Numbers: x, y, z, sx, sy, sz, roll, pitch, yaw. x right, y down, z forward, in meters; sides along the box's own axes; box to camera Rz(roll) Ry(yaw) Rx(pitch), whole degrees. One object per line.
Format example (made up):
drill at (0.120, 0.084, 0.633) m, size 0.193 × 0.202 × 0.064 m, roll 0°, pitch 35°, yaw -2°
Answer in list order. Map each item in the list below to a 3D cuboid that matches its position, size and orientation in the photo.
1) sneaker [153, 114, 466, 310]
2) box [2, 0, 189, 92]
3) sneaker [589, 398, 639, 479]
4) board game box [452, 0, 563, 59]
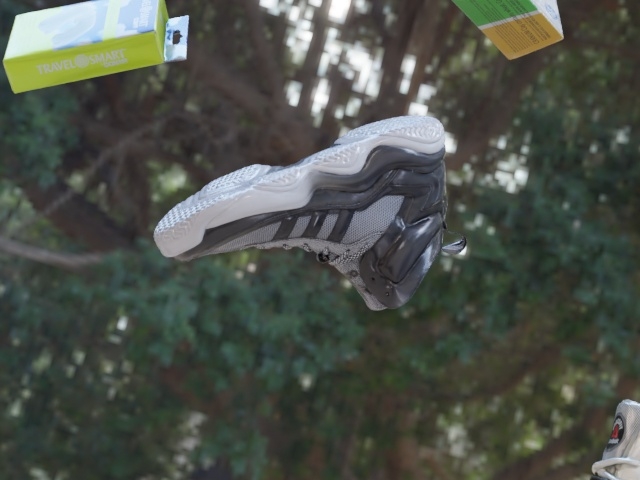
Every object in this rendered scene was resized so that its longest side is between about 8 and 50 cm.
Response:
sneaker at (0.000, 0.000, 1.423) m, size 0.269 × 0.153 × 0.101 m, roll -21°, pitch 13°, yaw -10°
box at (-0.226, -0.205, 1.669) m, size 0.178 × 0.109 × 0.042 m, roll -11°, pitch -57°, yaw 4°
sneaker at (0.242, 0.204, 1.243) m, size 0.146 × 0.330 × 0.122 m, roll 52°, pitch -13°, yaw 5°
board game box at (0.145, -0.374, 1.659) m, size 0.064 × 0.316 × 0.242 m, roll -21°, pitch -33°, yaw 25°
